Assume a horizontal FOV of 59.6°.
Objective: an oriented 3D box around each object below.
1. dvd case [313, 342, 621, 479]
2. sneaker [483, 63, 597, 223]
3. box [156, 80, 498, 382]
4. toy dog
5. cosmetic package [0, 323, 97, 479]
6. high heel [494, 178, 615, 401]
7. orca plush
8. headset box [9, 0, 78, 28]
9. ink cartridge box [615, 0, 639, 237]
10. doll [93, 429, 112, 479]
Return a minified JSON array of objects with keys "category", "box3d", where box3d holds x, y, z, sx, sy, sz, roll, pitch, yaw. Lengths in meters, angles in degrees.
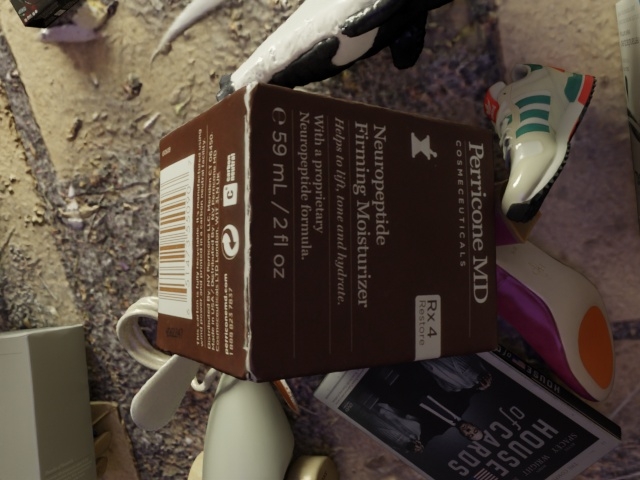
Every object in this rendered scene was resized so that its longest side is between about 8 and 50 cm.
[{"category":"dvd case","box3d":[0.130,0.166,0.548,0.238,0.029,0.179,35,123,6]},{"category":"sneaker","box3d":[0.156,-0.083,0.438,0.075,0.161,0.057,26,151,15]},{"category":"box","box3d":[0.000,0.000,0.416,0.167,0.203,0.169,-6,84,57]},{"category":"toy dog","box3d":[-0.099,0.192,0.570,0.220,0.161,0.334,-28,97,21]},{"category":"cosmetic package","box3d":[-0.345,0.221,0.647,0.127,0.107,0.238,-10,88,13]},{"category":"high heel","box3d":[0.175,0.053,0.516,0.244,0.082,0.117,50,150,-19]},{"category":"orca plush","box3d":[0.041,-0.164,0.463,0.287,0.151,0.102,-39,124,19]},{"category":"headset box","box3d":[-0.289,-0.268,0.561,0.062,0.032,0.083,-25,99,21]},{"category":"ink cartridge box","box3d":[0.278,-0.082,0.392,0.085,0.148,0.203,-9,103,17]},{"category":"doll","box3d":[-0.369,0.258,0.726,0.189,0.046,0.129,15,102,12]}]
